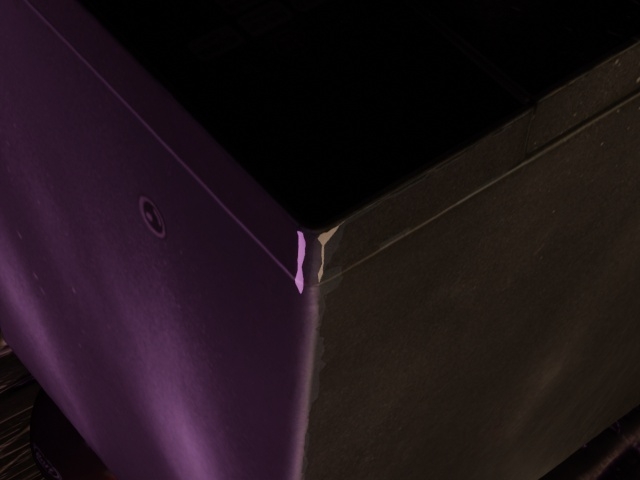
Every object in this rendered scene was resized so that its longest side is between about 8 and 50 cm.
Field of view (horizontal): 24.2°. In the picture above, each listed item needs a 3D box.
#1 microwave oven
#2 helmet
[{"bbox_3d":[0.082,-0.069,0.687,0.432,0.236,0.374,-30,148,-26],"label":"microwave oven"},{"bbox_3d":[-0.257,0.222,1.858,0.216,0.189,0.193,-32,154,-28],"label":"helmet"}]
